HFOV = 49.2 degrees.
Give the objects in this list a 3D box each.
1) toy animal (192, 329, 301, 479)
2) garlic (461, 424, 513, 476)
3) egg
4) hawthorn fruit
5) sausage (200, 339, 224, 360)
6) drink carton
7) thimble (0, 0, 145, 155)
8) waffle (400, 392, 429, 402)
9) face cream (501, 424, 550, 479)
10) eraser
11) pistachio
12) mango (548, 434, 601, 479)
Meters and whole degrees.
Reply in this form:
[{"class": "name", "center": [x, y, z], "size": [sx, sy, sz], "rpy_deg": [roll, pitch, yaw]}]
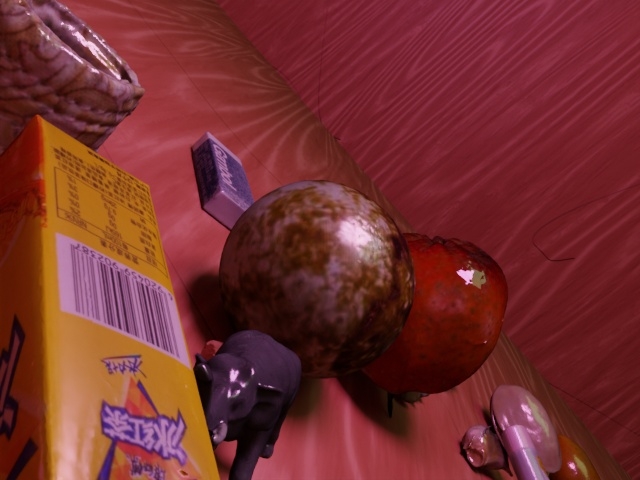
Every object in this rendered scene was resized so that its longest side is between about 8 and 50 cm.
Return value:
[{"class": "toy animal", "center": [-0.076, 0.142, 0.550], "size": [0.082, 0.137, 0.269], "rpy_deg": [20, 0, 8]}, {"class": "garlic", "center": [0.311, 0.399, 1.331], "size": [0.152, 0.066, 0.084], "rpy_deg": [33, 49, -47]}, {"class": "egg", "center": [0.001, 0.055, 0.871], "size": [0.238, 0.238, 0.289], "rpy_deg": [58, 1, 30]}, {"class": "hawthorn fruit", "center": [0.152, 0.140, 1.077], "size": [0.254, 0.300, 0.254], "rpy_deg": [9, 11, -2]}, {"class": "sausage", "center": [-0.096, 0.136, 0.764], "size": [0.083, 0.034, 0.034], "rpy_deg": [38, 17, -44]}, {"class": "drink carton", "center": [-0.162, 0.090, 0.410], "size": [0.111, 0.154, 0.351], "rpy_deg": [35, 20, -41]}, {"class": "thimble", "center": [-0.282, -0.151, 0.710], "size": [0.190, 0.143, 0.137], "rpy_deg": [37, 17, -44]}, {"class": "waffle", "center": [0.110, 0.165, 1.315], "size": [0.309, 0.056, 0.292], "rpy_deg": [53, 13, 10]}, {"class": "face cream", "center": [0.395, 0.444, 1.288], "size": [0.084, 0.057, 0.198], "rpy_deg": [54, 17, -55]}, {"class": "eraser", "center": [-0.161, -0.097, 1.167], "size": [0.092, 0.046, 0.212], "rpy_deg": [41, 15, -34]}, {"class": "pistachio", "center": [0.469, 0.436, 1.610], "size": [0.152, 0.126, 0.223], "rpy_deg": [-11, 61, -36]}, {"class": "mango", "center": [0.625, 0.594, 1.700], "size": [0.138, 0.113, 0.253], "rpy_deg": [36, 26, -59]}]
